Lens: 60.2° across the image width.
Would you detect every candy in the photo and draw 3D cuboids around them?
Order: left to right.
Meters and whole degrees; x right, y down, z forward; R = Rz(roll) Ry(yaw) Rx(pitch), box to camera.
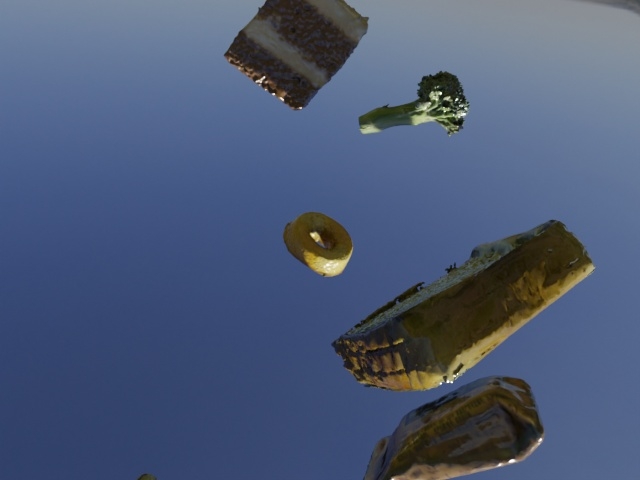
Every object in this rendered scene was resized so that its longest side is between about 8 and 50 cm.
[{"bbox_3d":[0.174,0.273,0.762,0.101,0.271,0.143,60,-160,1],"label":"candy"}]

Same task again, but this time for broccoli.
[{"bbox_3d":[0.162,-0.234,0.990,0.204,0.118,0.122,-10,-136,26],"label":"broccoli"}]

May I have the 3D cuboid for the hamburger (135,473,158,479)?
[{"bbox_3d":[-0.459,0.693,1.449,0.062,0.133,0.140,6,-117,40],"label":"hamburger"}]

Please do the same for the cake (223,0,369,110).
[{"bbox_3d":[-0.029,-0.264,0.716,0.134,0.147,0.135,32,-159,-13],"label":"cake"}]

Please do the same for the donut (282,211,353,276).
[{"bbox_3d":[0.000,0.000,1.338,0.178,0.065,0.162,29,-138,-12],"label":"donut"}]

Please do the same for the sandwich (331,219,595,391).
[{"bbox_3d":[0.160,0.075,0.623,0.251,0.226,0.087,-29,-96,-24],"label":"sandwich"}]
